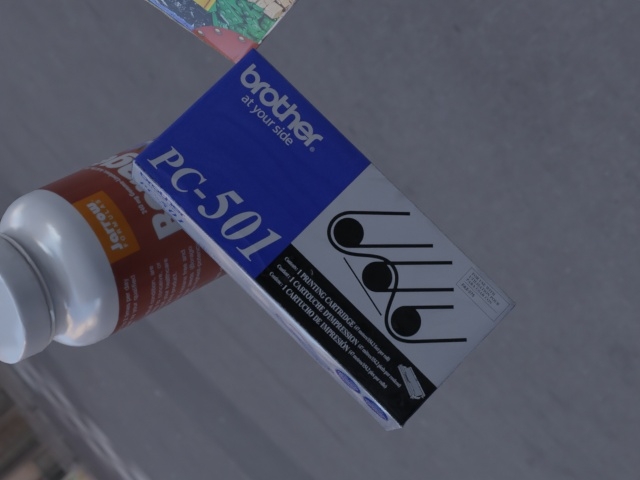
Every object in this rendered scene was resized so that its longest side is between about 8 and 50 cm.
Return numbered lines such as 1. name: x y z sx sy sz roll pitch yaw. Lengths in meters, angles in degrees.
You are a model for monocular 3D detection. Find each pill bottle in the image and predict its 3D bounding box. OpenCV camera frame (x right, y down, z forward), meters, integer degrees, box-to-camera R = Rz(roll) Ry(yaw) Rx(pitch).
1. pill bottle: -0.158 0.004 1.024 0.121 0.216 0.121 28 132 36

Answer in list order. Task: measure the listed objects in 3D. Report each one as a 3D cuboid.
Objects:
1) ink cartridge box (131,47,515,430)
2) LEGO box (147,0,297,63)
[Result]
1. ink cartridge box: 0.000 0.000 0.775 0.207 0.097 0.046 44 166 1
2. LEGO box: 0.028 -0.461 1.270 0.193 0.500 0.372 35 156 -10
